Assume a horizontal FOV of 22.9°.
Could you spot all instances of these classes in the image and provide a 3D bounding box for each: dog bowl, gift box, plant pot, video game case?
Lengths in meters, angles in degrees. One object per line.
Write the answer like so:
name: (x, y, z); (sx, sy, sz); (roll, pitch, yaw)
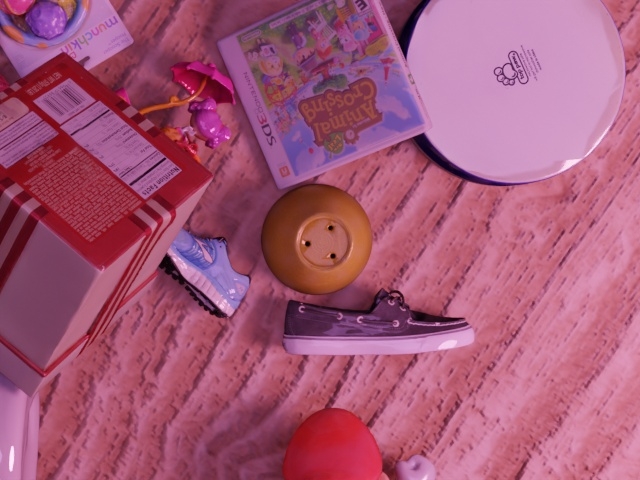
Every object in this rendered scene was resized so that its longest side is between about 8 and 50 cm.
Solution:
dog bowl: (0.220, -0.196, 1.855); (0.265, 0.104, 0.264); (0, 92, -5)
gift box: (-0.308, -0.027, 1.699); (0.276, 0.255, 0.258); (42, 131, 9)
plant pot: (0.000, 0.000, 1.847); (0.134, 0.095, 0.134); (0, 91, -5)
video game case: (0.002, -0.181, 1.822); (0.212, 0.023, 0.193); (-21, 95, 29)

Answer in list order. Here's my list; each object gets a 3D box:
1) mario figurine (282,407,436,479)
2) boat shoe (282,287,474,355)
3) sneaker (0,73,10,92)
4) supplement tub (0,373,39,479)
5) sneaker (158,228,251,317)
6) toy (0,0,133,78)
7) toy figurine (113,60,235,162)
mario figurine: (0.030, 0.348, 1.872); (0.198, 0.170, 0.320); (-17, 107, -40)
boat shoe: (0.068, 0.094, 1.871); (0.229, 0.080, 0.076); (-1, 94, 3)
sneaker: (-0.486, -0.106, 1.805); (0.299, 0.121, 0.112); (-27, 123, -4)
supplement tub: (-0.487, 0.232, 1.742); (0.331, 0.241, 0.241); (3, 92, -5)
sneaker: (-0.148, 0.015, 1.863); (0.162, 0.063, 0.073); (47, 69, -8)
toy: (-0.338, -0.298, 1.828); (0.137, 0.056, 0.237); (-32, 94, -2)
toy figurine: (-0.167, -0.135, 1.821); (0.159, 0.130, 0.173); (-26, 88, -12)
